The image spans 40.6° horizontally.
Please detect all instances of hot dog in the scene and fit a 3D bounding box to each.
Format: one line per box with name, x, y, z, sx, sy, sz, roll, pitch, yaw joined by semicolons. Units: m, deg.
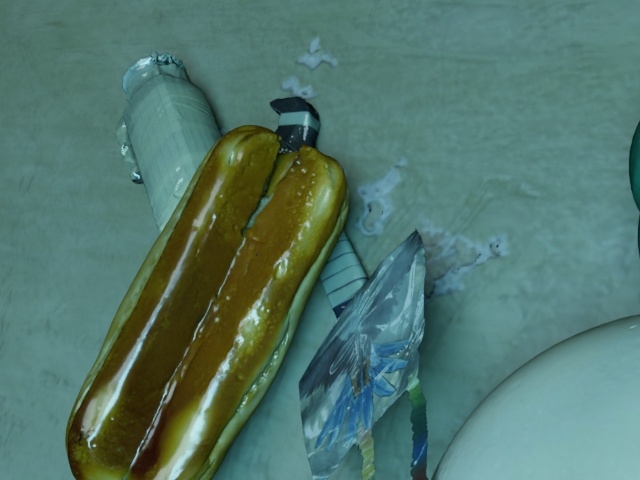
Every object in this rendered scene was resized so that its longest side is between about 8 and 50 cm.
hot dog;-0.091;0.069;0.691;0.135;0.100;0.337;25;79;2

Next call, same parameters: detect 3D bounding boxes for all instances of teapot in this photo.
teapot;-0.144;-0.078;0.828;0.107;0.077;0.200;-43;52;29

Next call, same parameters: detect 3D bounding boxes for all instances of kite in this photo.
kite;0.033;0.110;0.551;0.169;0.015;0.310;-55;18;19

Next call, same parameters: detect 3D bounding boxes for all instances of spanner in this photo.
spanner;0.000;0.000;0.742;0.087;0.024;0.315;-32;57;15

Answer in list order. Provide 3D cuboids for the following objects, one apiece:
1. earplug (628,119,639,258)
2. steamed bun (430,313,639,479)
earplug;0.312;-0.024;0.495;0.258;0.164;0.280;-28;44;6
steamed bun;0.195;0.186;0.434;0.324;0.206;0.324;-12;63;25
